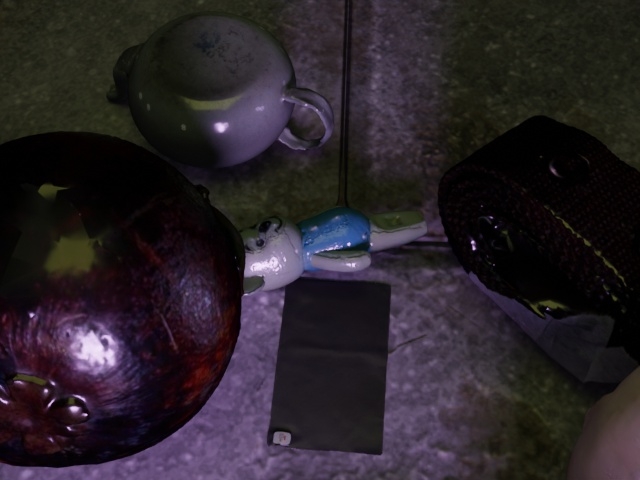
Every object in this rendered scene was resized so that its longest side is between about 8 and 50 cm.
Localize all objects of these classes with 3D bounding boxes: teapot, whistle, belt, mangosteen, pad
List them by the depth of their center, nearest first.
[{"bbox_3d":[-0.222,0.046,0.796,0.330,0.330,0.330,0,59,1],"label":"mangosteen"},{"bbox_3d":[0.241,0.018,0.866,0.164,0.184,0.289,-31,61,-27],"label":"belt"},{"bbox_3d":[0.012,0.125,0.913,0.116,0.004,0.193,5,58,3],"label":"pad"},{"bbox_3d":[0.000,0.000,0.947,0.235,0.077,0.114,-12,35,-9],"label":"whistle"},{"bbox_3d":[-0.124,-0.169,1.023,0.294,0.129,0.193,17,61,9],"label":"teapot"}]

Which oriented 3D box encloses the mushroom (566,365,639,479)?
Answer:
[{"bbox_3d":[0.383,0.207,0.696,0.356,0.315,0.315,-15,60,-16],"label":"mushroom"}]
